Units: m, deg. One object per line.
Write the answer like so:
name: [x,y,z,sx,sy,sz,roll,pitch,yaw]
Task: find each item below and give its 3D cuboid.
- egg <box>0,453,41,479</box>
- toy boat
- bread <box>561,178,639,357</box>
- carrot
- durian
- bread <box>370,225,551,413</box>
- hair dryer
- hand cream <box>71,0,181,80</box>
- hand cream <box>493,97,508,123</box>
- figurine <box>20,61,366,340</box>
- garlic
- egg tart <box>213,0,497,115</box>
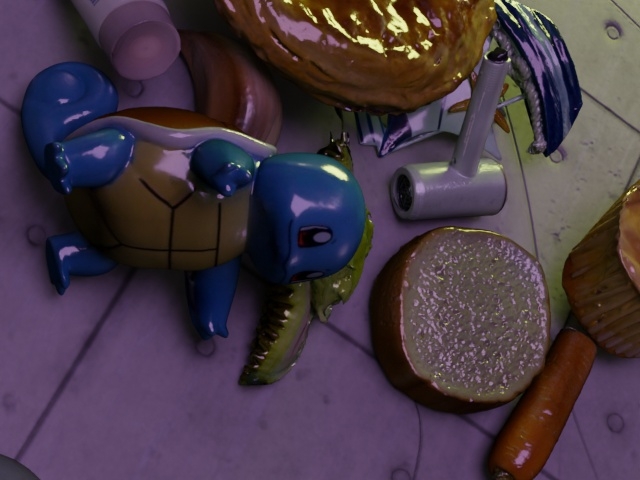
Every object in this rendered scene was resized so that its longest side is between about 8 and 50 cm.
egg: [-0.322,0.299,1.666,0.149,0.149,0.192,-24,82,-30]
toy boat: [0.174,-0.179,2.126,0.291,0.067,0.220,-21,92,-10]
bread: [0.422,0.019,2.126,0.288,0.156,0.204,-37,95,-38]
carrot: [0.264,0.205,2.034,0.067,0.067,0.225,39,58,-9]
durian: [-0.006,0.000,1.957,0.132,0.106,0.375,29,66,-20]
bread: [0.168,0.093,2.026,0.236,0.070,0.236,8,70,-24]
hair dryer: [0.175,-0.125,2.024,0.131,0.236,0.073,-4,42,-27]
hand cream: [-0.239,-0.284,1.930,0.133,0.083,0.248,-1,41,-27]
hand cream: [0.192,-0.242,2.175,0.067,0.042,0.194,-8,81,-31]
figurine: [-0.169,-0.041,1.817,0.416,0.298,0.243,23,43,13]
garlic: [-0.100,-0.163,1.975,0.115,0.128,0.206,9,60,-47]
egg tart: [0.014,-0.341,2.027,0.443,0.178,0.443,13,65,-30]
